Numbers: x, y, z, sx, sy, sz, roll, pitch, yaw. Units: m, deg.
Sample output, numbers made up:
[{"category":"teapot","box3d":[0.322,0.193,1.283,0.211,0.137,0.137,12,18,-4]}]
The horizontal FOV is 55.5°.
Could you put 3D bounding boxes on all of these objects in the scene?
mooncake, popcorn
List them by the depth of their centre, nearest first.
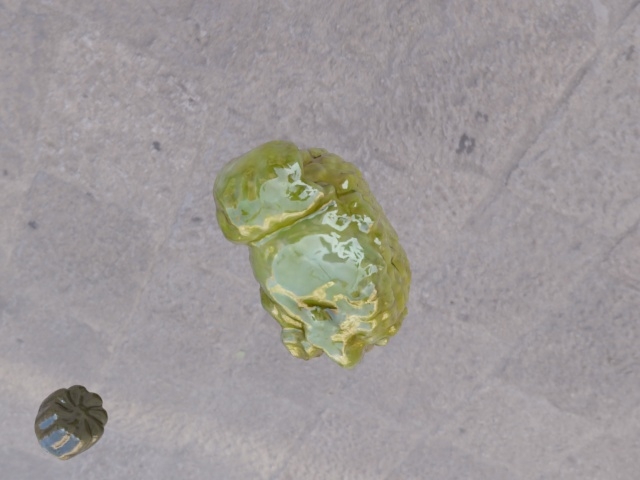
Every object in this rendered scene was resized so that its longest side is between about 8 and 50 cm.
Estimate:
[{"category":"mooncake","box3d":[-0.149,0.225,0.378,0.150,0.347,0.057,13,115,-51]},{"category":"popcorn","box3d":[0.000,0.000,0.727,0.173,0.225,0.286,-26,108,17]}]
